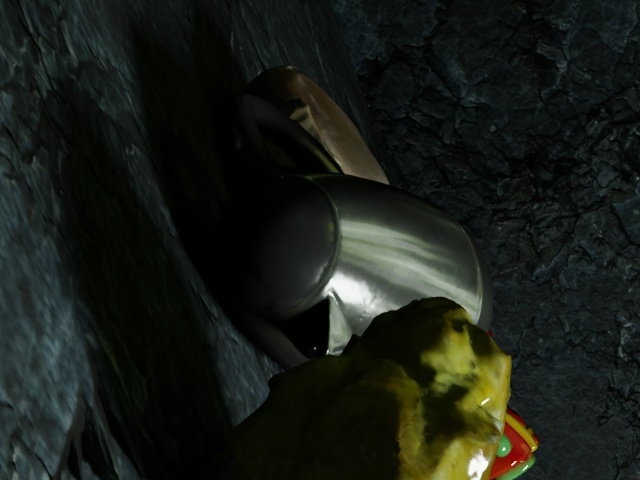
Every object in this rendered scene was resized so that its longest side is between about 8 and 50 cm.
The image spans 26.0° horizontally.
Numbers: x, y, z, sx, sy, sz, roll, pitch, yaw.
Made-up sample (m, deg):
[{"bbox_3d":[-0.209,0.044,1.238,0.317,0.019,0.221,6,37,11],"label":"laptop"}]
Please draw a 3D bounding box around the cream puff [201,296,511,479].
[{"bbox_3d":[0.017,0.158,0.917,0.282,0.185,0.281,13,90,-82],"label":"cream puff"}]

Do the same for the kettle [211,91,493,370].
[{"bbox_3d":[0.012,0.009,1.208,0.271,0.207,0.250,28,70,-57],"label":"kettle"}]

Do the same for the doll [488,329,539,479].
[{"bbox_3d":[0.205,0.205,2.135,0.182,0.160,0.363,0,67,-82],"label":"doll"}]

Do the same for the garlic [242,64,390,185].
[{"bbox_3d":[-0.004,-0.060,1.530,0.325,0.132,0.279,38,32,-70],"label":"garlic"}]
